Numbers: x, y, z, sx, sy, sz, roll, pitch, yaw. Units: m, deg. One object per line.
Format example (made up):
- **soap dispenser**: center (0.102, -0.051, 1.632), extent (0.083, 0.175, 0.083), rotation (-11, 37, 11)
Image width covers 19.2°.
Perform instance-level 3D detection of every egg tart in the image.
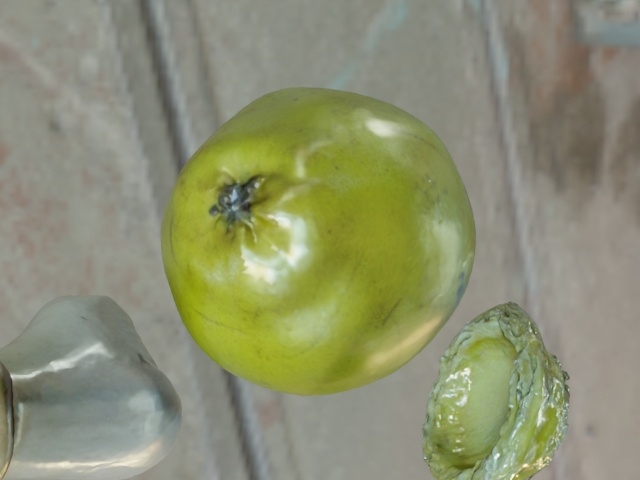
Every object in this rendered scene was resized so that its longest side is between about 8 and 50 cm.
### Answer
- **egg tart**: center (0.166, 0.150, 1.746), extent (0.078, 0.197, 0.197), rotation (16, 79, -26)

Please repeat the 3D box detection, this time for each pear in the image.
- **pear**: center (0.000, 0.000, 1.283), extent (0.269, 0.212, 0.212), rotation (19, 77, -66)

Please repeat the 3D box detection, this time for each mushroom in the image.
- **mushroom**: center (-0.212, 0.116, 1.398), extent (0.122, 0.159, 0.329), rotation (-57, 163, 12)
